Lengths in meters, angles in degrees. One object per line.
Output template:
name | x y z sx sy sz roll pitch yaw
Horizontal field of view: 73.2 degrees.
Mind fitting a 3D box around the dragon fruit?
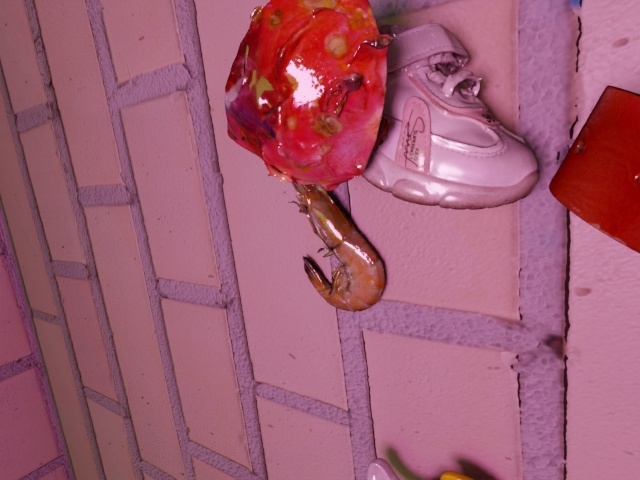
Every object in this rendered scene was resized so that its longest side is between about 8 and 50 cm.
dragon fruit | -0.017 -0.146 0.482 0.161 0.126 0.274 53 143 22

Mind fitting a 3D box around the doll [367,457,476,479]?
doll | 0.225 0.468 0.712 0.252 0.111 0.237 -13 111 38

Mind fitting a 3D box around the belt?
belt | 0.381 -0.027 0.368 0.323 0.227 0.115 27 122 14

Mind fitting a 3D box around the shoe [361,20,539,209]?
shoe | 0.116 -0.172 0.556 0.350 0.171 0.198 28 119 28

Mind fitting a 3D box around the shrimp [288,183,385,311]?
shrimp | 0.000 0.000 0.777 0.169 0.058 0.296 -38 83 41
